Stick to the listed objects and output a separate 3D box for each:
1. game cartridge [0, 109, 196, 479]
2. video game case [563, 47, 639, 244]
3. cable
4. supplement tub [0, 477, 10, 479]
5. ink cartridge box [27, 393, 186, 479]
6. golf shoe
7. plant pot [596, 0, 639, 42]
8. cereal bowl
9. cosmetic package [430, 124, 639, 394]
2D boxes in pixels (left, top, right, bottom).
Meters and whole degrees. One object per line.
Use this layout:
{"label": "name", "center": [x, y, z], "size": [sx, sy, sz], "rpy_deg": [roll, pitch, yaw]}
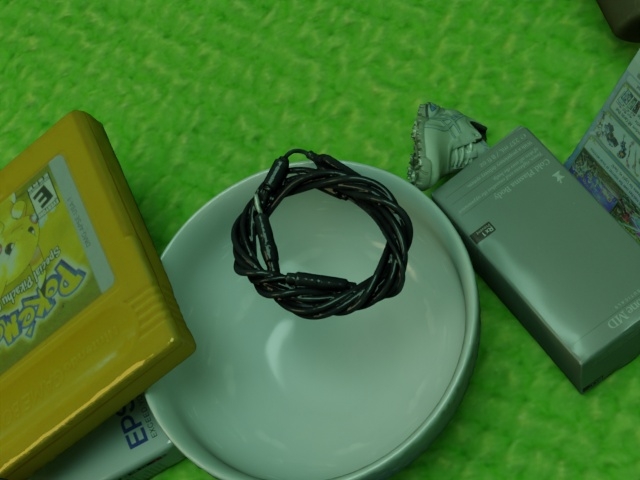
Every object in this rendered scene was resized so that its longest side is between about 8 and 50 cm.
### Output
{"label": "game cartridge", "center": [-0.295, 0.061, 1.125], "size": [0.285, 0.053, 0.323], "rpy_deg": [-38, 54, 12]}
{"label": "video game case", "center": [0.374, -0.060, 1.011], "size": [0.061, 0.244, 0.269], "rpy_deg": [-15, 57, -34]}
{"label": "cable", "center": [0.000, 0.000, 1.033], "size": [0.184, 0.047, 0.150], "rpy_deg": [36, 80, 25]}
{"label": "supplement tub", "center": [-0.269, 0.326, 0.963], "size": [0.207, 0.338, 0.207], "rpy_deg": [-6, 67, 14]}
{"label": "ink cartridge box", "center": [-0.345, 0.165, 1.207], "size": [0.330, 0.071, 0.324], "rpy_deg": [-29, 63, 1]}
{"label": "golf shoe", "center": [0.136, -0.099, 1.143], "size": [0.086, 0.069, 0.176], "rpy_deg": [10, 28, 8]}
{"label": "plant pot", "center": [0.358, -0.337, 1.141], "size": [0.263, 0.263, 0.229], "rpy_deg": [-9, 82, 12]}
{"label": "cereal bowl", "center": [-0.002, 0.097, 1.096], "size": [0.339, 0.141, 0.338], "rpy_deg": [-6, 66, 14]}
{"label": "cosmetic package", "center": [0.231, 0.019, 1.086], "size": [0.127, 0.107, 0.238], "rpy_deg": [-37, 60, -5]}
